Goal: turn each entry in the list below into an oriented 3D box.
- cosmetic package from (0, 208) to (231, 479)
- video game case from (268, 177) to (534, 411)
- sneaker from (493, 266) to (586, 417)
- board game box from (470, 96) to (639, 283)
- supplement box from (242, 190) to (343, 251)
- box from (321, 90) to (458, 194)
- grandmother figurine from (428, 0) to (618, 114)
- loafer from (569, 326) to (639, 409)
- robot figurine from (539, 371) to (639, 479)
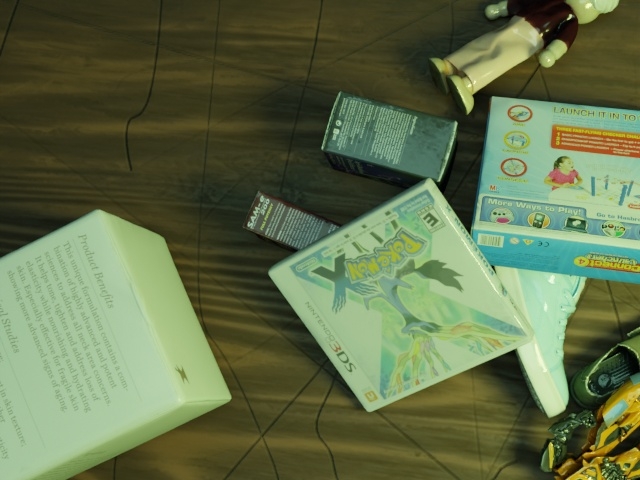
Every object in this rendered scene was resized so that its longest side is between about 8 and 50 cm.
[{"bbox_3d":[-0.412,0.198,1.708,0.393,0.327,0.329,-25,79,4],"label":"cosmetic package"},{"bbox_3d":[0.122,0.097,1.671,0.329,0.036,0.300,-30,101,30],"label":"video game case"},{"bbox_3d":[0.372,0.098,1.709,0.150,0.135,0.366,-15,80,10],"label":"sneaker"},{"bbox_3d":[0.407,-0.086,1.684,0.308,0.086,0.302,8,50,9],"label":"board game box"},{"bbox_3d":[0.000,0.000,1.780,0.239,0.130,0.073,22,86,10],"label":"supplement box"},{"bbox_3d":[0.122,-0.159,1.775,0.207,0.153,0.108,16,84,11],"label":"box"},{"bbox_3d":[0.353,-0.353,1.790,0.342,0.104,0.208,-31,55,-4],"label":"grandmother figurine"},{"bbox_3d":[0.521,0.193,1.696,0.251,0.087,0.094,-36,78,2],"label":"loafer"},{"bbox_3d":[0.487,0.320,1.649,0.211,0.085,0.291,42,101,-11],"label":"robot figurine"}]
